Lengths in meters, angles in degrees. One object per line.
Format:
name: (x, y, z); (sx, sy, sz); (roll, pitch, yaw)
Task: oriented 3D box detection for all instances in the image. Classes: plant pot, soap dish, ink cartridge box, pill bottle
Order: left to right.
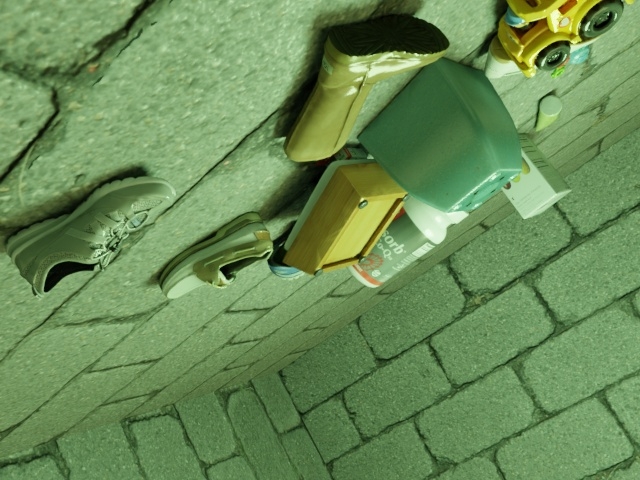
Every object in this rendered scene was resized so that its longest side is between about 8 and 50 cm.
ink cartridge box: (0.047, -0.178, 1.219); (0.115, 0.029, 0.063); (-9, 153, -51)
soap dish: (0.065, -0.051, 1.263); (0.229, 0.118, 0.291); (-11, 143, -46)
pill bottle: (0.238, -0.039, 1.614); (0.363, 0.210, 0.210); (-39, 161, 22)
plant pot: (0.288, -0.202, 1.179); (0.248, 0.252, 0.247); (-9, 152, -50)

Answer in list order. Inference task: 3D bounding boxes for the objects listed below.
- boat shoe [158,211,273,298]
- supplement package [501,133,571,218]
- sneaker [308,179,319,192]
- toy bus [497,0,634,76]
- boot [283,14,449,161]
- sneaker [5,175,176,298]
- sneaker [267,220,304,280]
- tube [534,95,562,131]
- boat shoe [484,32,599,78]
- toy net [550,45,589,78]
boat shoe: (-0.246, 0.059, 1.265); (0.302, 0.103, 0.113); (-35, 162, 14)
supplement package: (0.668, -0.213, 1.779); (0.134, 0.244, 0.139); (-13, 155, -45)
sneaker: (0.040, -0.137, 1.293); (0.089, 0.051, 0.170); (-42, 160, 17)
toy bus: (0.396, -0.426, 0.951); (0.220, 0.149, 0.211); (-38, 148, 30)
boot: (0.068, -0.258, 0.956); (0.236, 0.089, 0.269); (-11, 156, -23)
sneaker: (-0.356, -0.004, 0.891); (0.281, 0.115, 0.105); (-30, 163, -3)
sneaker: (0.000, 0.000, 1.468); (0.330, 0.130, 0.147); (-32, 165, 5)
tube: (0.707, -0.389, 1.688); (0.070, 0.062, 0.240); (10, -178, 21)
boat shoe: (0.467, -0.415, 1.158); (0.277, 0.098, 0.096); (-19, 163, -12)
toy net: (0.615, -0.484, 1.291); (0.122, 0.045, 0.232); (-28, 161, -3)
